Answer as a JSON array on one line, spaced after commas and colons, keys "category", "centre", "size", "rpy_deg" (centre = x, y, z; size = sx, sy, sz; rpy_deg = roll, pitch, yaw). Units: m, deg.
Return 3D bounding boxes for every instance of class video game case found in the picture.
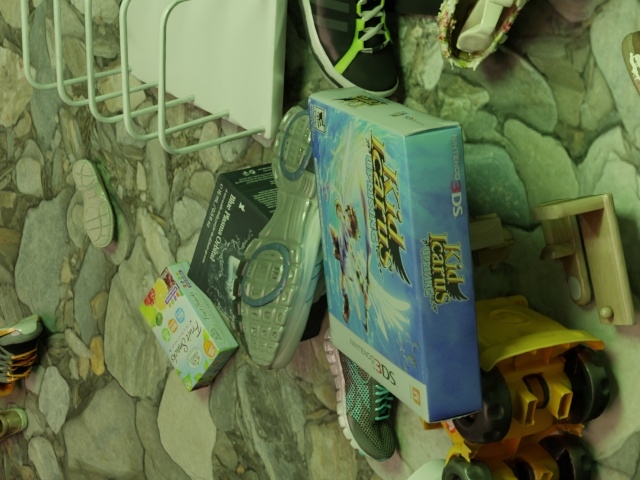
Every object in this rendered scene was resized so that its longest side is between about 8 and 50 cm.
[{"category": "video game case", "centre": [0.065, 0.005, 1.332], "size": [0.244, 0.061, 0.269], "rpy_deg": [-148, 49, -65]}]

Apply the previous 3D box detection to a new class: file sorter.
[{"category": "file sorter", "centre": [-0.194, -0.230, 1.606], "size": [0.278, 0.173, 0.192], "rpy_deg": [27, 125, 39]}]

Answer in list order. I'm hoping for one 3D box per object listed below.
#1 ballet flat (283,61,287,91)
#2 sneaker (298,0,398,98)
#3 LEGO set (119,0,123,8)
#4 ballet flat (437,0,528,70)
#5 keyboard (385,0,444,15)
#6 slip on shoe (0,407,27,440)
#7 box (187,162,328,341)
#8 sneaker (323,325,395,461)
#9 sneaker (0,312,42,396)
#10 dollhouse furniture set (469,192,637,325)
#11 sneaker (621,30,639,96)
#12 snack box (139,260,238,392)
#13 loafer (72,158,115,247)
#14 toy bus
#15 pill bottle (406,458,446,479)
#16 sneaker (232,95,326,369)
[{"category": "ballet flat", "centre": [-0.062, -0.231, 1.636], "size": [0.057, 0.049, 0.173], "rpy_deg": [7, 112, 19]}, {"category": "sneaker", "centre": [0.030, -0.256, 1.453], "size": [0.097, 0.084, 0.234], "rpy_deg": [-13, 106, 52]}, {"category": "LEGO set", "centre": [-0.200, -0.397, 1.748], "size": [0.182, 0.060, 0.244], "rpy_deg": [13, 102, 51]}, {"category": "ballet flat", "centre": [0.167, -0.233, 1.299], "size": [0.241, 0.091, 0.077], "rpy_deg": [111, 175, -64]}, {"category": "keyboard", "centre": [0.080, -0.293, 1.471], "size": [0.180, 0.023, 0.108], "rpy_deg": [14, 117, 44]}, {"category": "slip on shoe", "centre": [-0.521, 0.300, 2.270], "size": [0.135, 0.041, 0.051], "rpy_deg": [-17, 87, 48]}, {"category": "box", "centre": [-0.061, 0.018, 1.654], "size": [0.158, 0.093, 0.156], "rpy_deg": [42, 128, 31]}, {"category": "sneaker", "centre": [0.057, 0.167, 1.588], "size": [0.076, 0.065, 0.166], "rpy_deg": [-19, 87, 44]}, {"category": "sneaker", "centre": [-0.470, 0.175, 2.158], "size": [0.215, 0.084, 0.083], "rpy_deg": [-40, 72, 56]}, {"category": "dollhouse furniture set", "centre": [0.187, 0.034, 1.332], "size": [0.144, 0.151, 0.123], "rpy_deg": [174, 83, -72]}, {"category": "sneaker", "centre": [0.334, -0.111, 1.221], "size": [0.071, 0.066, 0.188], "rpy_deg": [-34, 80, 29]}, {"category": "snack box", "centre": [-0.174, 0.112, 1.843], "size": [0.141, 0.037, 0.100], "rpy_deg": [57, 136, 21]}, {"category": "loafer", "centre": [-0.308, -0.053, 1.954], "size": [0.045, 0.039, 0.125], "rpy_deg": [-14, 93, 15]}, {"category": "toy bus", "centre": [0.163, 0.161, 1.420], "size": [0.211, 0.149, 0.220], "rpy_deg": [38, 130, 51]}, {"category": "pill bottle", "centre": [0.166, 0.318, 1.467], "size": [0.187, 0.112, 0.112], "rpy_deg": [40, 127, 33]}, {"category": "sneaker", "centre": [0.000, 0.000, 1.499], "size": [0.111, 0.129, 0.297], "rpy_deg": [21, 93, 52]}]
